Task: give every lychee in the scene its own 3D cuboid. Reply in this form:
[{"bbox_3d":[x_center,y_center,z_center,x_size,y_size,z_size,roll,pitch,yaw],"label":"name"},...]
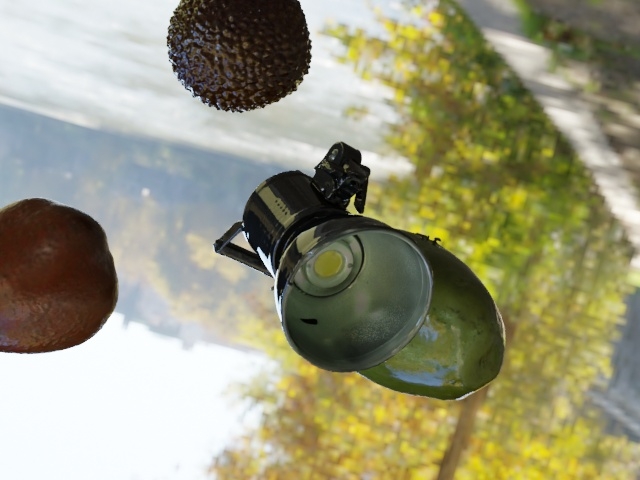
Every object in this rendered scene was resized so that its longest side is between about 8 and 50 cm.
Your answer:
[{"bbox_3d":[-0.108,-0.250,1.846,0.195,0.194,0.194,16,-179,0],"label":"lychee"}]

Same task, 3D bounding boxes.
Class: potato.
[{"bbox_3d":[0.110,0.097,1.935,0.216,0.215,0.304,15,-162,-45],"label":"potato"}]

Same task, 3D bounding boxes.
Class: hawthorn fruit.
[{"bbox_3d":[-0.363,0.053,1.712,0.251,0.199,0.199,-21,-157,-33],"label":"hawthorn fruit"}]

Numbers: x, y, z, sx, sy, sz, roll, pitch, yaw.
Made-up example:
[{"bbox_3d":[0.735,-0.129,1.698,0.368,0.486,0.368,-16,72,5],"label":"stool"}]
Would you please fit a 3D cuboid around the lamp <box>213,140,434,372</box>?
[{"bbox_3d":[0.000,0.000,1.399,0.147,0.172,0.227,23,-165,-30],"label":"lamp"}]
